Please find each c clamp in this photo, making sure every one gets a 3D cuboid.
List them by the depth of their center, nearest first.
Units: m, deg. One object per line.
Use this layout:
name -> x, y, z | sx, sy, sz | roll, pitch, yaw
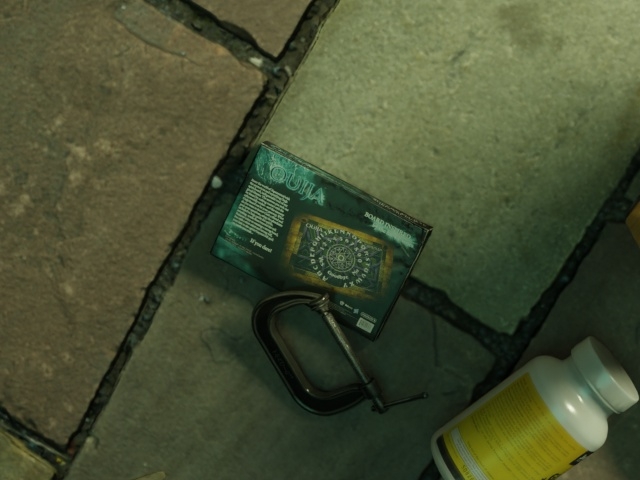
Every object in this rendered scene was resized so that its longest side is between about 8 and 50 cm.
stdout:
c clamp -> 0.011, 0.109, 1.522 | 0.137, 0.022, 0.161 | -29, 102, 35

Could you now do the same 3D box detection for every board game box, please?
board game box -> 0.000, 0.000, 1.520 | 0.186, 0.026, 0.126 | 28, 104, 8

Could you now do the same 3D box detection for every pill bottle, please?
pill bottle -> 0.201, 0.172, 1.461 | 0.184, 0.103, 0.103 | -39, 89, 16

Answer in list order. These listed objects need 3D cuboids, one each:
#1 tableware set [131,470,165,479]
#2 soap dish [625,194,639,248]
tableware set -> -0.225, 0.325, 1.620 | 0.194, 0.039, 0.128 | -21, 94, 16
soap dish -> 0.384, -0.048, 1.300 | 0.118, 0.291, 0.229 | 43, 108, 24
